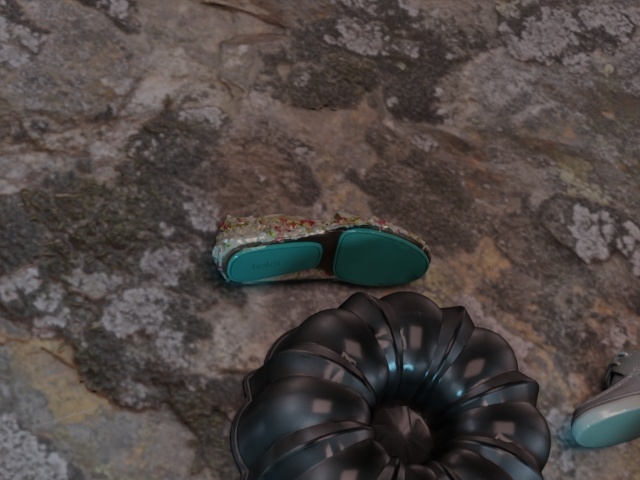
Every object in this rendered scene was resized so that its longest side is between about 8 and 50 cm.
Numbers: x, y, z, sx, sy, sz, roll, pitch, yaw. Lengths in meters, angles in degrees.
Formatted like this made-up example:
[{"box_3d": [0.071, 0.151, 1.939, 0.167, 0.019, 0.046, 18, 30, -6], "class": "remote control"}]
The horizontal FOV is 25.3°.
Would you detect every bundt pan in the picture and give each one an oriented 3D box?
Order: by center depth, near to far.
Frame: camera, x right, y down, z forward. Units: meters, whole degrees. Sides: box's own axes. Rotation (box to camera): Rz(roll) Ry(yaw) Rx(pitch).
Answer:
[{"box_3d": [0.083, 0.188, 1.407, 0.331, 0.124, 0.330, 8, 58, -13], "class": "bundt pan"}]

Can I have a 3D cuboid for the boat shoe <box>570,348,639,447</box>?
[{"box_3d": [0.348, 0.157, 1.540, 0.228, 0.079, 0.081, -15, 57, -29], "class": "boat shoe"}]

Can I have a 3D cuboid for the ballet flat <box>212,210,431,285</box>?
[{"box_3d": [0.000, 0.000, 1.517, 0.241, 0.091, 0.077, 2, 38, -20], "class": "ballet flat"}]
